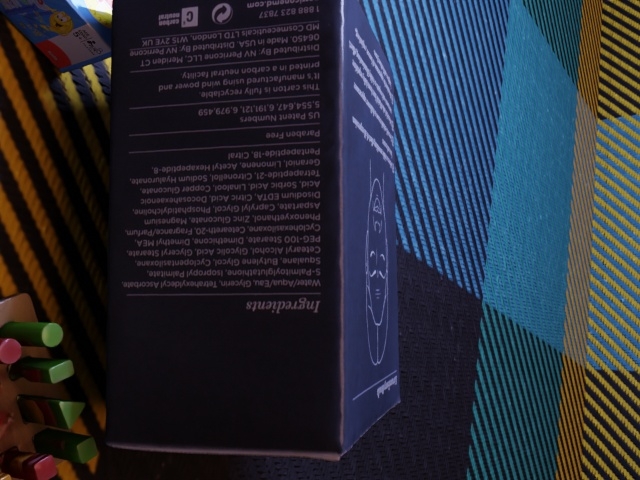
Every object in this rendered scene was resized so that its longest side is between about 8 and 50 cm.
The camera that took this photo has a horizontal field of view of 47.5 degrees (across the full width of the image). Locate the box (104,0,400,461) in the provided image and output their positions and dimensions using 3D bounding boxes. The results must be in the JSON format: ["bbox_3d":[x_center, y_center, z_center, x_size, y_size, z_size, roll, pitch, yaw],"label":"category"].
[{"bbox_3d":[-0.046,-0.014,0.725,0.293,0.212,0.395,20,69,-75],"label":"box"}]

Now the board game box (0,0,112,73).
[{"bbox_3d":[-0.247,-0.372,0.662,0.302,0.086,0.308,48,51,-40],"label":"board game box"}]

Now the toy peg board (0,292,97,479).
[{"bbox_3d":[-0.270,0.143,0.590,0.161,0.079,0.161,-26,107,-52],"label":"toy peg board"}]
